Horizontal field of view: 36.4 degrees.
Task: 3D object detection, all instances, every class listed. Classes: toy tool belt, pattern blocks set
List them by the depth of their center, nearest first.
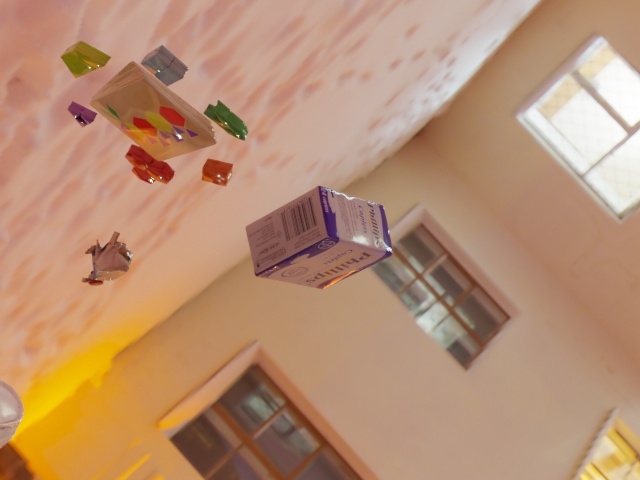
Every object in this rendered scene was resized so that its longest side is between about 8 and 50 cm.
[{"bbox_3d":[-0.263,0.022,1.195,0.052,0.051,0.083,5,162,-35],"label":"toy tool belt"},{"bbox_3d":[-0.233,-0.172,1.344,0.325,0.285,0.026,1,-126,46],"label":"pattern blocks set"}]

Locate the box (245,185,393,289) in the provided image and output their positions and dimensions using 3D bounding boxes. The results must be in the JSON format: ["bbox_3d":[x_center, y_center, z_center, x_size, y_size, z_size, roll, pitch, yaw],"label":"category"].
[{"bbox_3d":[0.000,0.000,1.217,0.126,0.072,0.137,-27,155,33],"label":"box"}]

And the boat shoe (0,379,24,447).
[{"bbox_3d":[-0.338,0.124,0.853,0.096,0.098,0.277,-40,155,5],"label":"boat shoe"}]
